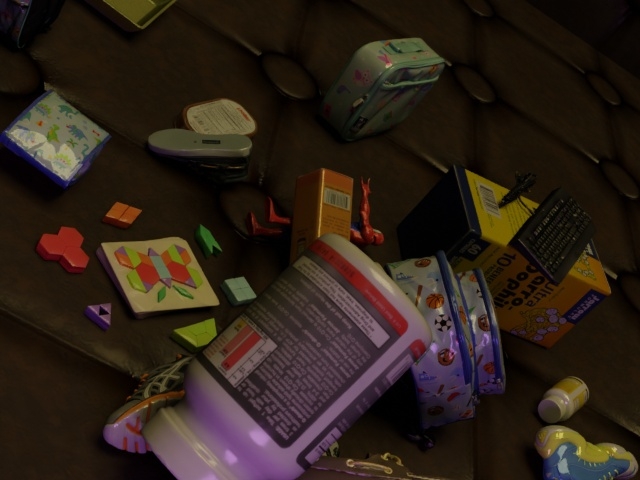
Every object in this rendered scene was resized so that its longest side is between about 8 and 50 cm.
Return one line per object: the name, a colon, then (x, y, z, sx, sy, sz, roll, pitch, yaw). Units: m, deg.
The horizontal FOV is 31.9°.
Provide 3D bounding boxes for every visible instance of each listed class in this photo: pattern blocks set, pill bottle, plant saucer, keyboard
pattern blocks set: (-0.254, 0.053, 1.746, 0.285, 0.026, 0.325, 49, 35, 12)
pill bottle: (-0.047, 0.181, 1.466, 0.210, 0.363, 0.210, 45, -8, 8)
plant saucer: (-0.398, -0.488, 2.200, 0.188, 0.045, 0.188, 36, 34, -5)
pill bottle: (0.457, 0.304, 2.116, 0.065, 0.065, 0.116, 51, 35, 14)
keyboard: (0.433, -0.043, 2.168, 0.201, 0.033, 0.317, 44, 33, 5)

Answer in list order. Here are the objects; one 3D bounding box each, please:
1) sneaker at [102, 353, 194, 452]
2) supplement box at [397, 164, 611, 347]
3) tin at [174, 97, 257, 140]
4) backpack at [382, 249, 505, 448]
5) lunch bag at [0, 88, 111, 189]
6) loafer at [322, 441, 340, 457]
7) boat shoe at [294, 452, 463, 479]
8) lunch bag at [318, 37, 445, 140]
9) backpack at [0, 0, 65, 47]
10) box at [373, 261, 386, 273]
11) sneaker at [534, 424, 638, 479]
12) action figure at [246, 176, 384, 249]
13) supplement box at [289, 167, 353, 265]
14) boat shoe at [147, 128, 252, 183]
sneaker: (-0.226, 0.222, 1.548, 0.083, 0.084, 0.215, 27, 30, 27)
supplement box: (0.359, 0.036, 2.208, 0.356, 0.194, 0.195, 22, 38, -25)
tin: (-0.193, -0.215, 2.102, 0.106, 0.040, 0.190, 52, 35, 9)
backpack: (0.190, 0.153, 1.832, 0.263, 0.213, 0.276, 64, 6, -52)
lunch bag: (-0.420, -0.149, 1.752, 0.129, 0.096, 0.151, 36, 24, -7)
loafer: (0.013, 0.354, 1.648, 0.061, 0.062, 0.170, -20, 65, -24)
boat shoe: (0.065, 0.344, 1.566, 0.324, 0.116, 0.097, 2, 62, -9)
lunch bag: (0.135, -0.328, 2.377, 0.108, 0.224, 0.279, 49, 34, 13)
backpack: (-0.506, -0.453, 1.929, 0.144, 0.188, 0.166, 37, 35, -5)
box: (0.023, 0.162, 1.705, 0.127, 0.232, 0.148, -6, 56, -47)
sneaker: (0.475, 0.421, 2.005, 0.240, 0.091, 0.126, 22, 56, -26)
action figure: (0.001, -0.054, 2.046, 0.280, 0.091, 0.139, 14, 58, -34)
supplement box: (0.000, 0.000, 1.922, 0.080, 0.078, 0.233, 19, 68, -35)
boat shoe: (-0.214, -0.144, 1.982, 0.183, 0.083, 0.065, 4, 41, -4)
